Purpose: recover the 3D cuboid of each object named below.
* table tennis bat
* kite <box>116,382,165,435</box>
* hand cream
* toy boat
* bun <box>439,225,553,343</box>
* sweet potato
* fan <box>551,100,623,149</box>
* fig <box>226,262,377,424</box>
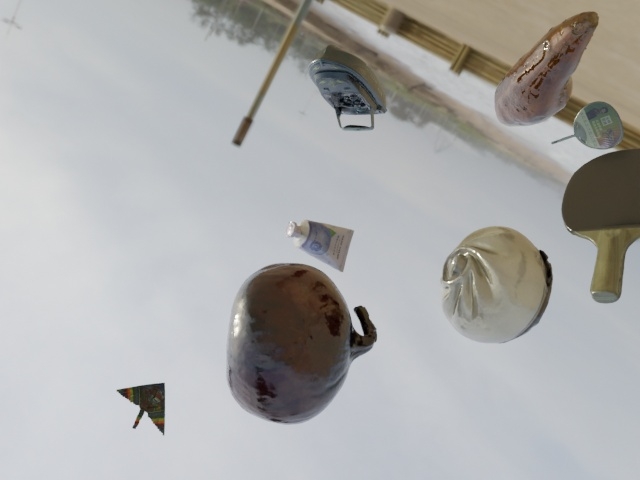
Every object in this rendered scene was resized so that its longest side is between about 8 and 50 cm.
[{"bbox_3d":[0.358,-0.028,0.816,0.138,0.247,0.022,-5,135,35],"label":"table tennis bat"},{"bbox_3d":[-0.290,0.273,1.130,0.004,0.090,0.122,-6,134,47],"label":"kite"},{"bbox_3d":[0.000,0.000,1.249,0.142,0.084,0.053,21,171,-31],"label":"hand cream"},{"bbox_3d":[0.042,-0.256,1.128,0.092,0.103,0.246,3,173,20],"label":"toy boat"},{"bbox_3d":[0.235,0.060,0.978,0.119,0.173,0.173,20,-164,-22],"label":"bun"},{"bbox_3d":[0.346,-0.244,1.086,0.112,0.112,0.359,29,174,2],"label":"sweet potato"},{"bbox_3d":[0.318,-0.137,0.802,0.080,0.060,0.003,10,-146,22],"label":"fan"},{"bbox_3d":[-0.042,0.146,0.990,0.214,0.235,0.235,25,-167,13],"label":"fig"}]
